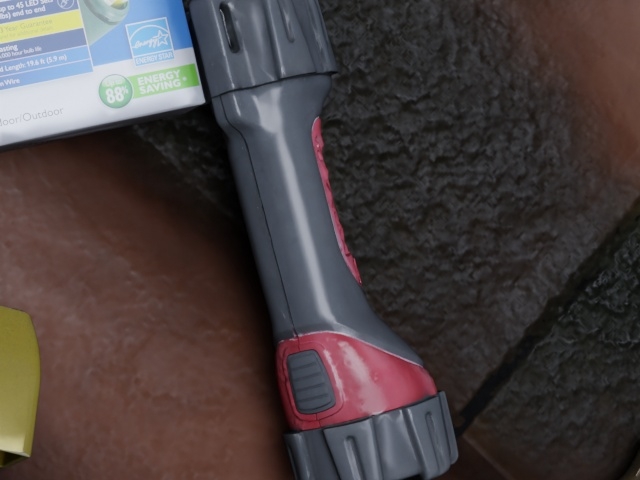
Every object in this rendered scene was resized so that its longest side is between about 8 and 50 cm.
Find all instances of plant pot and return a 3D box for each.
[{"bbox_3d":[-0.200,0.077,1.021,0.082,0.081,0.083,17,73,-16],"label":"plant pot"}]

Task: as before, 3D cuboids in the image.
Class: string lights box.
[{"bbox_3d":[-0.164,-0.188,1.038,0.133,0.077,0.259,-14,92,-16],"label":"string lights box"}]

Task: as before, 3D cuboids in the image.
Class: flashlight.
[{"bbox_3d":[0.000,0.000,1.080,0.103,0.103,0.304,-13,88,-13],"label":"flashlight"}]

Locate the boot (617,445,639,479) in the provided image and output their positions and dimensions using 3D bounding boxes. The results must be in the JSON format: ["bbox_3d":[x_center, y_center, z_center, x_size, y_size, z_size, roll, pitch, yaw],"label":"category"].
[{"bbox_3d":[0.274,0.210,1.163,0.219,0.082,0.106,27,84,-13],"label":"boot"}]
